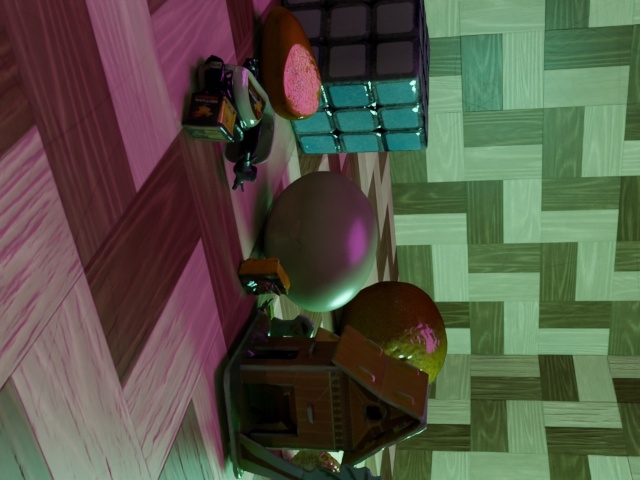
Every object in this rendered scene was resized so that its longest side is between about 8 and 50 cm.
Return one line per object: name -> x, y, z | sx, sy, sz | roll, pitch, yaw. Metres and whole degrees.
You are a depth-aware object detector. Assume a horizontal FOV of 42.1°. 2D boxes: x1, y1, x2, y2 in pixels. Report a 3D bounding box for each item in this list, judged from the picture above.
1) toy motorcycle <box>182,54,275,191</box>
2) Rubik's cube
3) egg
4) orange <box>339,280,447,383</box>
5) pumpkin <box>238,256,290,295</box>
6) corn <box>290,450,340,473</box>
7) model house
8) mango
toy motorcycle -> -0.129, -0.186, 1.300 | 0.263, 0.090, 0.157 | 54, 45, -68
Rubik's cube -> 0.082, -0.391, 1.837 | 0.301, 0.305, 0.304 | 63, 26, -63
egg -> 0.000, 0.000, 1.581 | 0.219, 0.219, 0.269 | 62, 33, -67
orange -> 0.205, 0.275, 2.384 | 0.357, 0.322, 0.322 | -87, 173, -74
pumpkin -> -0.099, 0.069, 1.449 | 0.083, 0.074, 0.054 | 66, 21, -57
corn -> 0.012, 0.565, 1.806 | 0.387, 0.143, 0.144 | 68, 23, -48
model house -> 0.030, 0.307, 1.433 | 0.300, 0.323, 0.340 | -59, 146, -69
mango -> -0.067, -0.339, 1.596 | 0.141, 0.102, 0.217 | -31, 118, -48
